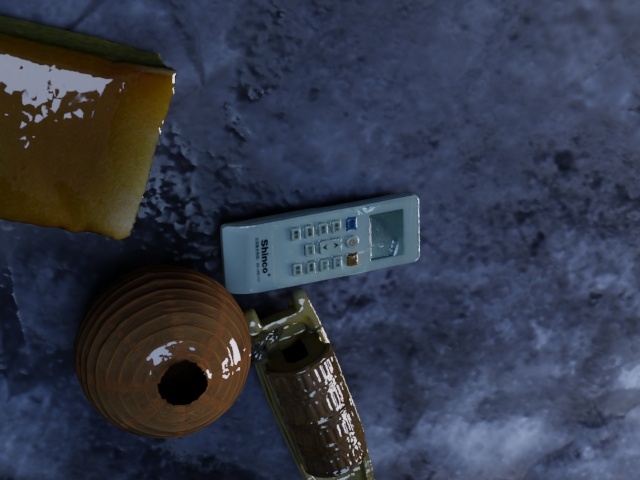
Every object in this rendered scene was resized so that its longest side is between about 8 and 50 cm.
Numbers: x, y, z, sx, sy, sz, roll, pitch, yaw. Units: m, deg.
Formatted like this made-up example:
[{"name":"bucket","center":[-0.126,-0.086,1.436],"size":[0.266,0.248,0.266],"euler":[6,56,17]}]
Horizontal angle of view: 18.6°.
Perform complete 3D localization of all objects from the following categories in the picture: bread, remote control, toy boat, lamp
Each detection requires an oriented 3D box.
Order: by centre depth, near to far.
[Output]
[{"name":"bread","center":[-0.293,-0.103,1.384],"size":[0.361,0.077,0.138],"euler":[11,110,-21]},{"name":"lamp","center":[-0.120,0.085,1.491],"size":[0.136,0.136,0.136],"euler":[-6,115,-14]},{"name":"remote control","center":[0.000,0.000,1.547],"size":[0.162,0.029,0.061],"euler":[-10,118,-18]},{"name":"toy boat","center":[-0.003,0.144,1.576],"size":[0.068,0.088,0.226],"euler":[-23,117,-7]}]
